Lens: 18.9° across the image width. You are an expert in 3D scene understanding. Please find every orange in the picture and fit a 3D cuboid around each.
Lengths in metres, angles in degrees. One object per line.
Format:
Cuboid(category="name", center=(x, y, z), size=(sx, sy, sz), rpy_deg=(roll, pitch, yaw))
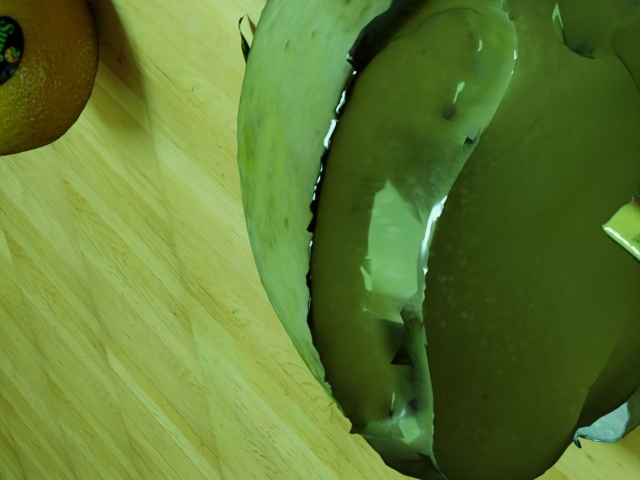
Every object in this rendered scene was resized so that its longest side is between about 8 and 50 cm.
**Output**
Cuboid(category="orange", center=(-0.280, -0.167, 1.604), size=(0.206, 0.206, 0.206), rpy_deg=(49, 156, 31))

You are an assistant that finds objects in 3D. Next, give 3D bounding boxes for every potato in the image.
Cuboid(category="potato", center=(0.057, -0.047, 0.949), size=(0.242, 0.243, 0.285), rpy_deg=(33, 141, 52))

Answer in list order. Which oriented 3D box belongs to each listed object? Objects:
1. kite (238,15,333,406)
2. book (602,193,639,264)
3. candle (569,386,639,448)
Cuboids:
Cuboid(category="kite", center=(0.000, 0.000, 1.301), size=(0.234, 0.016, 0.321), rpy_deg=(47, -156, -52))
Cuboid(category="book", center=(0.280, 0.139, 0.731), size=(0.374, 0.028, 0.262), rpy_deg=(45, -176, 38))
Cuboid(category="candle", center=(0.122, 0.038, 1.090), size=(0.168, 0.068, 0.192), rpy_deg=(59, 158, -1))
